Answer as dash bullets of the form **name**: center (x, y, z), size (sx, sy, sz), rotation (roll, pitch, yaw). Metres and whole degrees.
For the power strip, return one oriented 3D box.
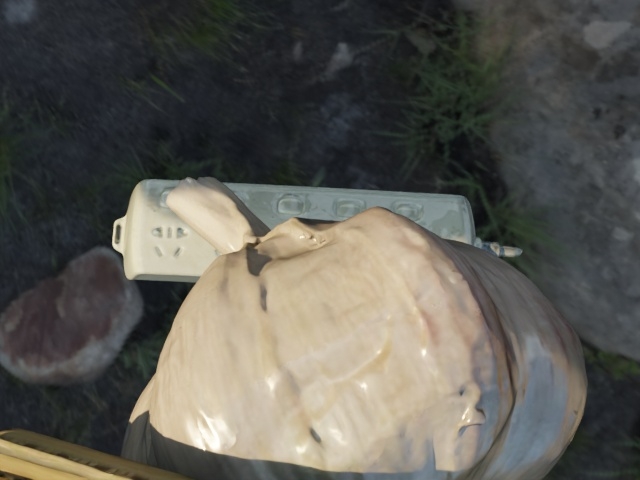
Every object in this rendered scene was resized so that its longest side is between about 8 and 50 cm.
- **power strip**: center (0.000, 0.000, 0.729), size (0.252, 0.027, 0.060), rotation (3, 73, -4)

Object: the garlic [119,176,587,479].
- **garlic**: center (-0.004, 0.046, 0.545), size (0.218, 0.212, 0.219), rotation (-22, 153, -12)

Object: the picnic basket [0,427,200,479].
- **picnic basket**: center (-0.100, 0.236, 0.392), size (0.175, 0.228, 0.313), rotation (-11, 107, -58)
